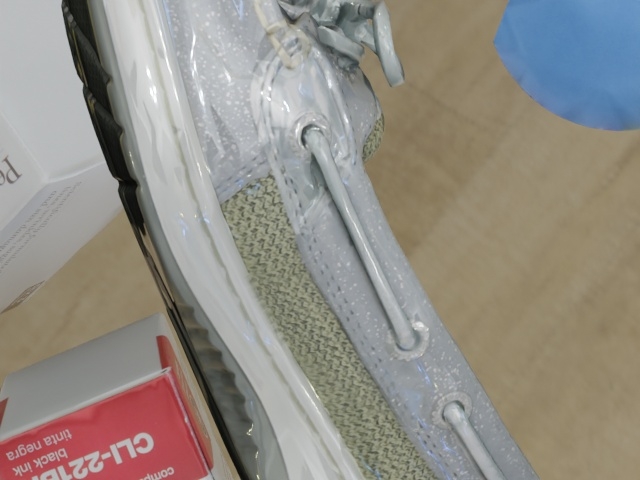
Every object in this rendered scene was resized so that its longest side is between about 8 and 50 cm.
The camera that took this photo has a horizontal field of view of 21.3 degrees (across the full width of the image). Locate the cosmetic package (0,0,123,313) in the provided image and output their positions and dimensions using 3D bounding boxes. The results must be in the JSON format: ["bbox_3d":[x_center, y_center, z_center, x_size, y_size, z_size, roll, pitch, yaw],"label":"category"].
[{"bbox_3d":[-0.287,-0.142,1.082,0.385,0.156,0.217,52,124,10],"label":"cosmetic package"}]

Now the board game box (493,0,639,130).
[{"bbox_3d":[0.181,-0.150,1.006,0.133,0.033,0.169,18,103,-7],"label":"board game box"}]

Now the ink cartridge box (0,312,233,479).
[{"bbox_3d":[-0.091,0.200,1.012,0.114,0.197,0.273,-23,99,-4],"label":"ink cartridge box"}]

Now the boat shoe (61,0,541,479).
[{"bbox_3d":[0.001,0.002,0.530,0.103,0.118,0.320,-24,106,-8],"label":"boat shoe"}]
